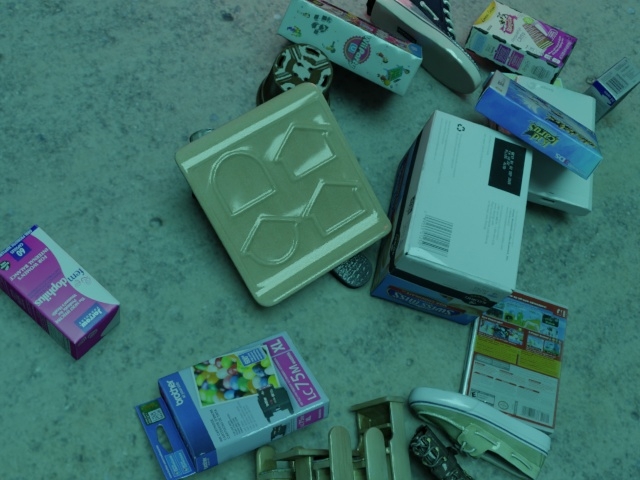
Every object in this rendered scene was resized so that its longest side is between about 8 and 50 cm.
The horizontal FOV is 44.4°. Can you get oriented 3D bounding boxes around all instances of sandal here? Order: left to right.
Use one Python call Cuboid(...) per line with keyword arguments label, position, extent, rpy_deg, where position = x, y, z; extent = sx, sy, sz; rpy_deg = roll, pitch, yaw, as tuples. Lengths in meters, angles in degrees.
Cuboid(label="sandal", position=(0.000, 0.001, 1.633), extent=(0.097, 0.054, 0.254), rpy_deg=(-39, 90, -18))

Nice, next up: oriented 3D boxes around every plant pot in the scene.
Cuboid(label="plant pot", position=(-0.049, -0.331, 1.682), extent=(0.167, 0.165, 0.167), rpy_deg=(2, 76, -8))

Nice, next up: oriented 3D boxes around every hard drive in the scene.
Cuboid(label="hard drive", position=(0.526, -0.220, 1.793), extent=(0.203, 0.040, 0.307), rpy_deg=(15, 64, -7))

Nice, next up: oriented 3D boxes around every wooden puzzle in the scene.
Cuboid(label="wooden puzzle", position=(-0.071, -0.092, 1.548), extent=(0.322, 0.080, 0.348), rpy_deg=(-32, 95, -17))

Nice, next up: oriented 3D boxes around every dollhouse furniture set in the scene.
Cuboid(label="dollhouse furniture set", position=(0.034, 0.360, 1.392), extent=(0.242, 0.212, 0.161), rpy_deg=(13, 62, -37))

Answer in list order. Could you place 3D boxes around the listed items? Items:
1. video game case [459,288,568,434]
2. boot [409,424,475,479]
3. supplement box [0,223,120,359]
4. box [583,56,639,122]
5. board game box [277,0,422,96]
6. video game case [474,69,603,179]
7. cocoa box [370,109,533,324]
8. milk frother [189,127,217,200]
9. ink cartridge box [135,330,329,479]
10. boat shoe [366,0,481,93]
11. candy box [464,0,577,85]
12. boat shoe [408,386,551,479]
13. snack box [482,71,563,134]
Cuboid(label="video game case", position=(0.406, 0.238, 1.635), extent=(0.204, 0.025, 0.285), rpy_deg=(19, 64, -5))
Cuboid(label="boot", position=(0.240, 0.441, 1.396), extent=(0.091, 0.263, 0.229), rpy_deg=(-41, 87, 2))
Cuboid(label="supplement box", position=(-0.481, 0.096, 1.431), extent=(0.220, 0.114, 0.111), rpy_deg=(42, 63, 4))
Cuboid(label="box", position=(0.696, -0.357, 1.910), extent=(0.126, 0.137, 0.072), rpy_deg=(-36, 78, -25))
Cuboid(label="board game box", position=(0.072, -0.444, 1.751), extent=(0.303, 0.097, 0.224), rpy_deg=(26, 21, -3))
Cuboid(label="video game case", position=(0.462, -0.252, 1.659), extent=(0.269, 0.061, 0.244), rpy_deg=(33, 26, 2))
Cuboid(label="cocoa box", position=(0.269, -0.042, 1.611), extent=(0.231, 0.228, 0.347), rpy_deg=(18, 63, -7))
Cuboid(label="milk frother", position=(-0.192, -0.151, 1.633), extent=(0.143, 0.129, 0.135), rpy_deg=(26, 52, -52))
Cuboid(label="ink cartridge box", position=(-0.161, 0.293, 1.415), extent=(0.311, 0.065, 0.186), rpy_deg=(-20, 48, -19))
Cuboid(label="boat shoe", position=(0.284, -0.510, 1.880), extent=(0.340, 0.127, 0.158), rpy_deg=(43, 71, 8))
Cuboid(label="candy box", position=(0.490, -0.482, 1.915), extent=(0.233, 0.071, 0.159), rpy_deg=(28, 49, 11))
Cuboid(label="boat shoe", position=(0.305, 0.371, 1.507), extent=(0.302, 0.109, 0.094), rpy_deg=(23, 65, -6))
Cuboid(label="snack box", position=(0.501, -0.246, 1.855), extent=(0.187, 0.060, 0.322), rpy_deg=(2, 66, -13))
